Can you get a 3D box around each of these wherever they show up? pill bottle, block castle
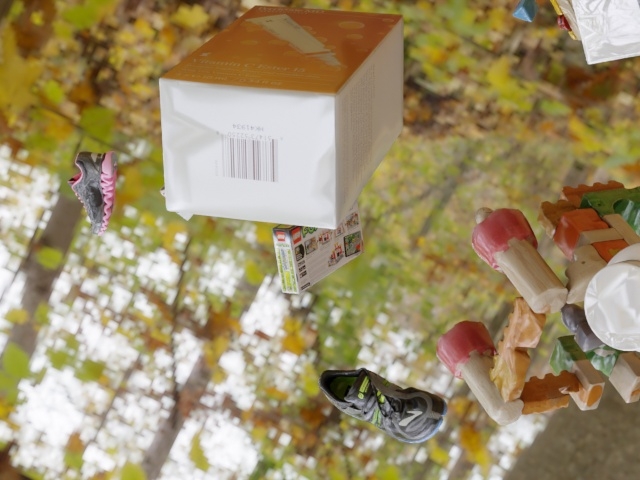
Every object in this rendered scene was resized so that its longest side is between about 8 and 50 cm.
[{"bbox_3d":[0.340,0.053,1.311,0.112,0.112,0.186,34,-155,31],"label":"pill bottle"},{"bbox_3d":[0.412,0.074,1.949,0.453,0.303,0.213,-7,-139,-23],"label":"block castle"}]

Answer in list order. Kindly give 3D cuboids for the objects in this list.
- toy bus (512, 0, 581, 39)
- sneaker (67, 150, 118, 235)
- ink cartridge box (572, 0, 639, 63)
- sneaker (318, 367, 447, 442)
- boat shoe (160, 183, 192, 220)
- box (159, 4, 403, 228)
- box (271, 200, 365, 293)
[{"bbox_3d":[0.365,-0.367,1.821,0.191,0.104,0.202,29,156,1],"label":"toy bus"},{"bbox_3d":[-0.277,-0.060,1.608,0.057,0.119,0.047,7,-146,-4],"label":"sneaker"},{"bbox_3d":[0.360,-0.246,1.290,0.203,0.086,0.148,-7,-158,27],"label":"ink cartridge box"},{"bbox_3d":[0.073,0.201,1.646,0.188,0.067,0.078,13,166,39],"label":"sneaker"},{"bbox_3d":[-0.215,-0.125,2.320,0.088,0.096,0.267,38,153,-4],"label":"boat shoe"},{"bbox_3d":[-0.036,-0.165,1.652,0.215,0.168,0.345,6,-155,14],"label":"box"},{"bbox_3d":[0.000,0.000,2.228,0.036,0.114,0.207,3,-159,35],"label":"box"}]
